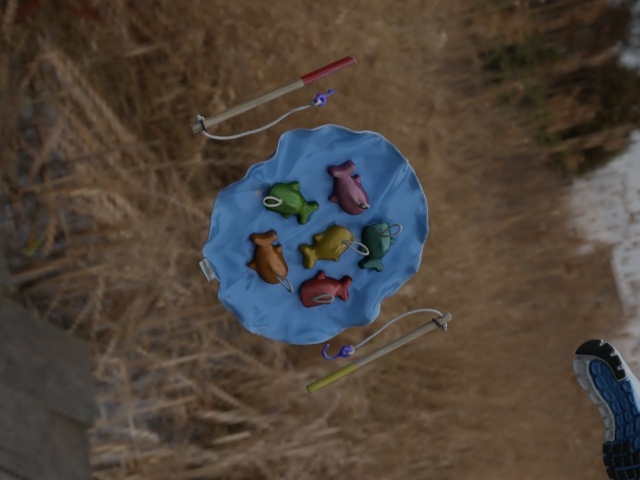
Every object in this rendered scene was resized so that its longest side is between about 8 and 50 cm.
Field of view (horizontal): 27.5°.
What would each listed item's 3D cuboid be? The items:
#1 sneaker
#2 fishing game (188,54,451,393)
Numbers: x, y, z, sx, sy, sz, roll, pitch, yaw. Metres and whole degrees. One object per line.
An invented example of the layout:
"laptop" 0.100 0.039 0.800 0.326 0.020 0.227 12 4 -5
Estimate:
"sneaker" 0.349 0.201 1.480 0.083 0.071 0.190 3 68 -63
"fishing game" 0.000 0.000 1.017 0.041 0.189 0.264 -131 -160 -60
